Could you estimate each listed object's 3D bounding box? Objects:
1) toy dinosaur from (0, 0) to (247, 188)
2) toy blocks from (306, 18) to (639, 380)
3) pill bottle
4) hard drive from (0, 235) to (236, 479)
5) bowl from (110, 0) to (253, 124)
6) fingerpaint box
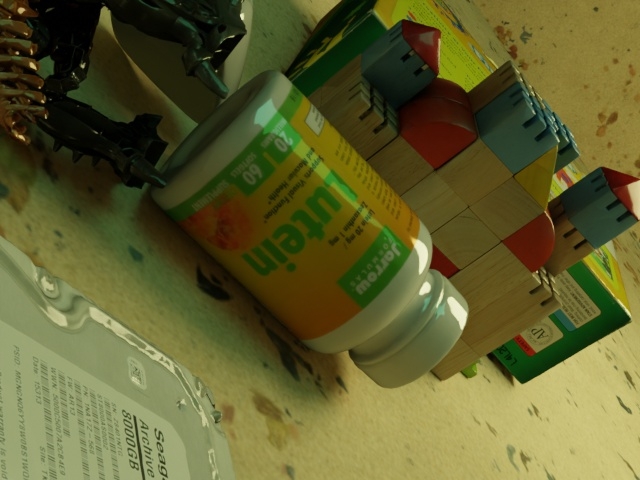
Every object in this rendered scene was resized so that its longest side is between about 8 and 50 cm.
[{"bbox_3d":[-0.180,-0.135,0.616,0.218,0.164,0.322,29,42,-25],"label":"toy dinosaur"},{"bbox_3d":[0.122,-0.048,0.884,0.381,0.261,0.191,43,25,-22],"label":"toy blocks"},{"bbox_3d":[0.000,0.000,0.745,0.246,0.136,0.136,45,24,-17],"label":"pill bottle"},{"bbox_3d":[-0.122,0.104,0.354,0.339,0.064,0.237,51,17,-51],"label":"hard drive"},{"bbox_3d":[-0.109,-0.181,0.778,0.142,0.142,0.053,44,58,15],"label":"bowl"},{"bbox_3d":[0.166,-0.107,1.178,0.445,0.163,0.371,47,25,-14],"label":"fingerpaint box"}]
